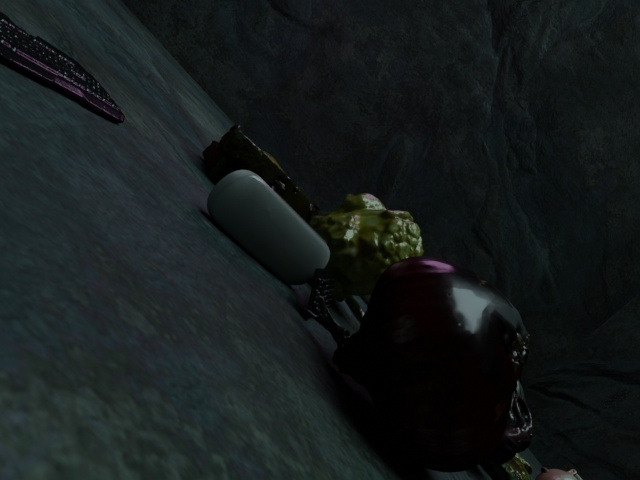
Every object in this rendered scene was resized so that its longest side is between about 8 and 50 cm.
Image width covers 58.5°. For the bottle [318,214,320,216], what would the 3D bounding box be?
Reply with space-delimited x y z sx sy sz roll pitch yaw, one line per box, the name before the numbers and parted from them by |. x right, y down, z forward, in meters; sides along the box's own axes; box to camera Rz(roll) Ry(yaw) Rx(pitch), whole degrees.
bottle | -0.018 -0.044 1.795 0.082 0.072 0.244 39 2 14

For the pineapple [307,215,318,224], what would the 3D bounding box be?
pineapple | -0.001 0.000 1.489 0.103 0.083 0.221 45 3 -44

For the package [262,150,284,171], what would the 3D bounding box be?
package | -0.152 -0.188 1.624 0.168 0.090 0.226 48 1 -24

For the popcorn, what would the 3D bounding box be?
popcorn | 0.081 0.020 1.160 0.255 0.256 0.195 -54 125 -45

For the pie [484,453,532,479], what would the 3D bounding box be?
pie | 0.395 0.474 1.295 0.302 0.067 0.302 48 6 -6

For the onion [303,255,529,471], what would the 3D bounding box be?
onion | 0.114 0.148 0.713 0.273 0.285 0.273 -4 90 -77

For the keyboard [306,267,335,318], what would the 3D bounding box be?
keyboard | 0.004 0.081 0.896 0.015 0.074 0.196 14 -2 9

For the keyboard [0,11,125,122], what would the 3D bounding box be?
keyboard | -0.308 -0.201 0.636 0.106 0.016 0.262 48 4 9

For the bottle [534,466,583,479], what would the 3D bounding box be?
bottle | 0.581 0.623 1.297 0.147 0.147 0.236 45 2 -36

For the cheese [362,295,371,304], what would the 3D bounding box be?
cheese | 0.208 0.216 1.777 0.227 0.064 0.137 48 7 12

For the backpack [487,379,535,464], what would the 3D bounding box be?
backpack | 0.288 0.274 1.118 0.283 0.197 0.317 46 5 -45

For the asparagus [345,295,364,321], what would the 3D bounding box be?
asparagus | 0.083 0.157 1.320 0.025 0.021 0.108 47 4 -33

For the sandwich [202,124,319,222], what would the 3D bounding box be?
sandwich | -0.136 -0.124 1.143 0.212 0.109 0.292 43 -1 22

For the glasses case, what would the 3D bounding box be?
glasses case | -0.070 -0.013 0.842 0.233 0.092 0.059 43 6 -41
